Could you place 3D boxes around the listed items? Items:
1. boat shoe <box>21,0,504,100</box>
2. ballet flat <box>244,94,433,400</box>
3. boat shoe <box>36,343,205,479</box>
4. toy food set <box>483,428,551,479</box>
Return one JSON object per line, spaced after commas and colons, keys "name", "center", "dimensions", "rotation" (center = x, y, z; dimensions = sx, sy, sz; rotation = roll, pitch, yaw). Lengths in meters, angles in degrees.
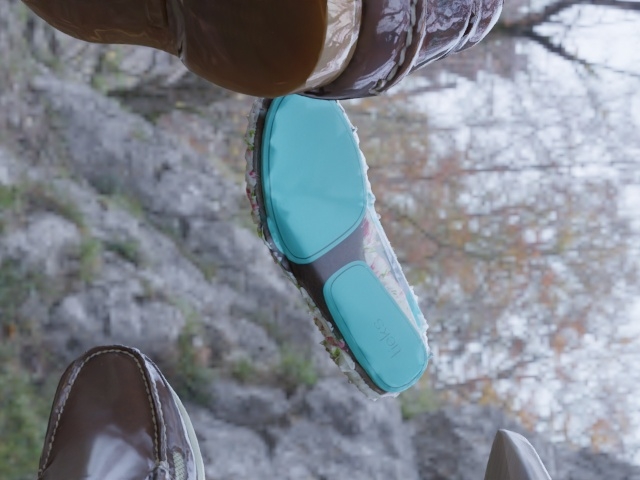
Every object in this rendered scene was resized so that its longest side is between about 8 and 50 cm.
{"name": "boat shoe", "center": [-0.036, -0.091, 0.401], "dimensions": [0.207, 0.073, 0.073], "rotation": [34, -51, 40]}
{"name": "ballet flat", "center": [0.000, 0.000, 0.859], "dimensions": [0.077, 0.091, 0.241], "rotation": [27, -39, 60]}
{"name": "boat shoe", "center": [-0.110, 0.150, 0.694], "dimensions": [0.095, 0.095, 0.257], "rotation": [81, -2, -50]}
{"name": "toy food set", "center": [0.200, 0.150, 0.323], "dimensions": [0.220, 0.306, 0.092], "rotation": [-109, -143, -62]}
